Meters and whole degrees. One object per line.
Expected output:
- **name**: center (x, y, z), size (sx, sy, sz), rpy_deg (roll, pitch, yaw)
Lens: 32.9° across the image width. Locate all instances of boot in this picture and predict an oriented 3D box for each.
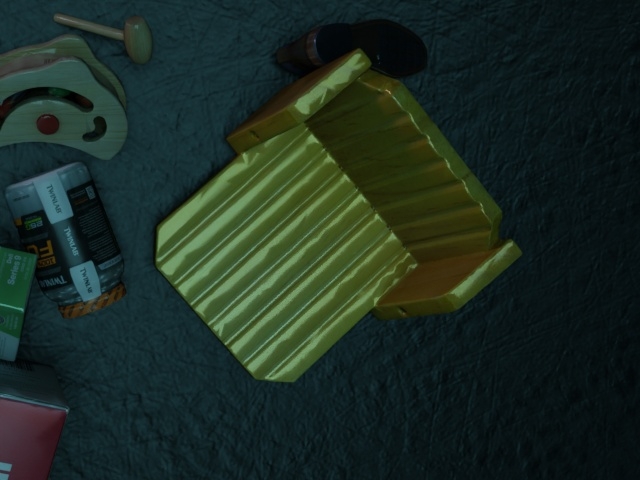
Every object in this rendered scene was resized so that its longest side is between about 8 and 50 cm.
- **boot**: center (0.044, -0.264, 1.518), size (0.219, 0.106, 0.082), rpy_deg (-1, 90, -40)

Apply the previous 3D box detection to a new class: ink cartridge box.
- **ink cartridge box**: center (-0.425, 0.325, 1.366), size (0.130, 0.272, 0.310), rpy_deg (16, 93, -21)
- **ink cartridge box**: center (-0.481, 0.065, 1.383), size (0.212, 0.154, 0.093), rpy_deg (12, 57, -13)

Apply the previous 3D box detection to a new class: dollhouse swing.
- **dollhouse swing**: center (0.000, 0.000, 1.432), size (0.305, 0.315, 0.347), rpy_deg (-45, 104, -25)

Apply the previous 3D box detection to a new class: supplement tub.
- **supplement tub**: center (-0.332, -0.001, 1.435), size (0.117, 0.117, 0.190), rpy_deg (-21, 100, -9)

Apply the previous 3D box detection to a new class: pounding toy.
- **pounding toy**: center (-0.340, -0.198, 1.437), size (0.269, 0.155, 0.154), rpy_deg (-15, 128, -1)
